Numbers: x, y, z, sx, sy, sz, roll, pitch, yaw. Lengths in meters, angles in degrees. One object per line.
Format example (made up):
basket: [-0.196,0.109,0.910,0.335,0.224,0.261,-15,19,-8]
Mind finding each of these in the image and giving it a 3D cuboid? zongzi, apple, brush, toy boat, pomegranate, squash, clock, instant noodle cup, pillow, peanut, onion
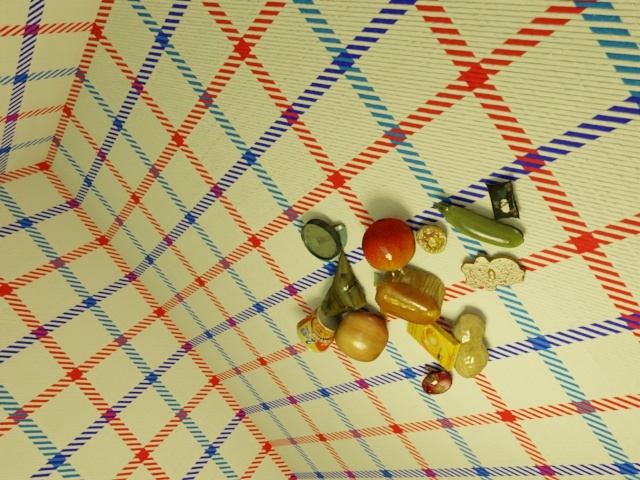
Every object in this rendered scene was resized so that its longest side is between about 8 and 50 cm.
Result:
zongzi: [0.073,0.214,1.952,0.260,0.123,0.289,-25,88,46]
apple: [0.188,0.451,1.923,0.241,0.242,0.242,31,132,-9]
brush: [0.298,0.276,1.894,0.103,0.013,0.272,12,123,28]
toy boat: [0.097,-0.018,1.846,0.096,0.034,0.122,-17,116,42]
pomegranate: [0.282,0.034,1.636,0.220,0.221,0.257,-9,119,37]
squash: [0.567,-0.053,1.474,0.340,0.094,0.095,25,128,16]
clock: [0.000,0.000,1.882,0.214,0.042,0.215,25,137,26]
instant noodle cup: [0.008,0.442,2.071,0.213,0.213,0.174,41,124,6]
pillow: [0.634,-0.137,1.402,0.090,0.048,0.150,-9,114,34]
peanut: [0.629,0.445,1.701,0.149,0.149,0.313,1,113,33]
onion: [0.540,0.649,1.911,0.150,0.140,0.150,-9,129,-11]

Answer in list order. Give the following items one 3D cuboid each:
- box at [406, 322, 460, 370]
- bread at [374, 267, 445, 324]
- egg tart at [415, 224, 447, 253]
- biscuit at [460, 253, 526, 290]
box: [0.484,0.423,1.759,0.269,0.043,0.152,43,142,48]
bread: [0.378,0.242,1.717,0.288,0.156,0.204,21,129,15]
egg tart: [0.443,-0.008,1.603,0.130,0.052,0.130,15,124,24]
biscuit: [0.662,0.119,1.547,0.225,0.036,0.166,-16,108,36]
